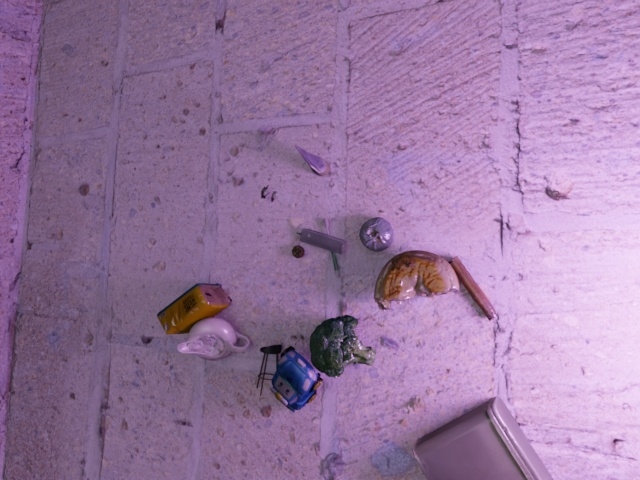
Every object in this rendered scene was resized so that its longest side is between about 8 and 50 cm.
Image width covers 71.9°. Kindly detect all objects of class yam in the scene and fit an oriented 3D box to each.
[{"bbox_3d":[0.562,0.176,1.628,0.046,0.046,0.263,-36,73,16],"label":"yam"}]

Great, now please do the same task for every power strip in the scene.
[{"bbox_3d":[0.000,0.000,1.873,0.253,0.027,0.060,18,100,32],"label":"power strip"}]

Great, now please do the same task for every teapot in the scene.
[{"bbox_3d":[-0.462,0.444,1.961,0.300,0.166,0.208,3,102,5],"label":"teapot"}]

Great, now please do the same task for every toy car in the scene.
[{"bbox_3d":[-0.114,0.565,1.761,0.198,0.314,0.166,40,56,18],"label":"toy car"}]

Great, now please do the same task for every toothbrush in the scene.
[{"bbox_3d":[0.048,0.030,1.871,0.018,0.024,0.256,-19,78,41],"label":"toothbrush"}]

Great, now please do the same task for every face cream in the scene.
[{"bbox_3d":[-0.034,-0.323,1.826,0.070,0.224,0.114,-40,72,15],"label":"face cream"}]

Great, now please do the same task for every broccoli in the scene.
[{"bbox_3d":[0.086,0.408,1.722,0.270,0.270,0.269,23,95,-14],"label":"broccoli"}]

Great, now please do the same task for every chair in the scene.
[{"bbox_3d":[-0.229,0.546,1.905,0.095,0.104,0.221,11,92,40],"label":"chair"}]

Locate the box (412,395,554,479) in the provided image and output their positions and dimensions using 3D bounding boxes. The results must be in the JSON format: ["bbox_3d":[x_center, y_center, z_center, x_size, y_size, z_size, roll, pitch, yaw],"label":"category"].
[{"bbox_3d":[0.554,0.779,1.509,0.344,0.177,0.351,-35,74,18],"label":"box"}]

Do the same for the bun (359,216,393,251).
[{"bbox_3d":[0.222,-0.025,1.769,0.141,0.083,0.140,-2,84,20],"label":"bun"}]

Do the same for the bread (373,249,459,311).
[{"bbox_3d":[0.343,0.137,1.656,0.314,0.171,0.191,-19,75,19],"label":"bread"}]

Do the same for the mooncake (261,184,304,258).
[{"bbox_3d":[-0.163,-0.081,1.958,0.150,0.057,0.347,-45,76,0],"label":"mooncake"}]

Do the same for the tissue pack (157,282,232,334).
[{"bbox_3d":[-0.572,0.314,2.014,0.271,0.192,0.134,-37,71,17],"label":"tissue pack"}]
